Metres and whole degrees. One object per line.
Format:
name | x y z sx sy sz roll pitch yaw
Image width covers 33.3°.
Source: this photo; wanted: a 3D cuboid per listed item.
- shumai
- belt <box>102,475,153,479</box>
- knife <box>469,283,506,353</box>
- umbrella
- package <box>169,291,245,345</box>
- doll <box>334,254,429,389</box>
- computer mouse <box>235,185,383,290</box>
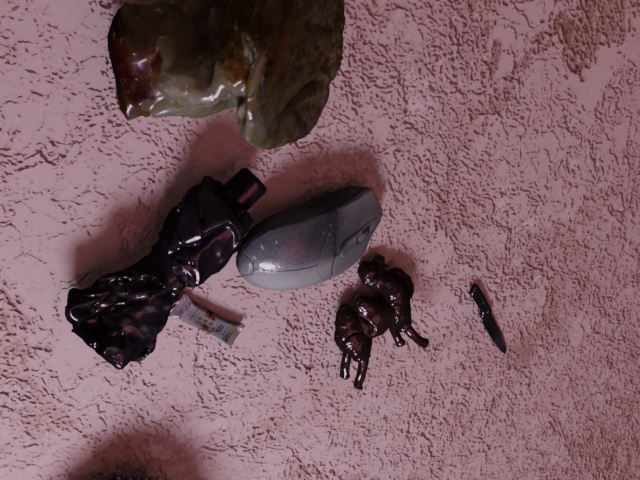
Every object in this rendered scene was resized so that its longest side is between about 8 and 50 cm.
shumai | -0.094 -0.225 1.136 0.272 0.204 0.222 -46 145 -52
belt | -0.267 0.454 1.388 0.260 0.122 0.324 -2 117 -24
knife | 0.255 0.122 1.613 0.023 0.010 0.170 -40 131 -9
umbrella | -0.168 0.023 1.229 0.272 0.110 0.122 -46 130 -8
package | -0.142 0.099 1.340 0.110 0.015 0.037 32 101 -39
doll | 0.074 0.104 1.459 0.139 0.057 0.165 -28 118 -15
computer mouse | 0.002 0.004 1.330 0.229 0.068 0.113 -21 135 -31
